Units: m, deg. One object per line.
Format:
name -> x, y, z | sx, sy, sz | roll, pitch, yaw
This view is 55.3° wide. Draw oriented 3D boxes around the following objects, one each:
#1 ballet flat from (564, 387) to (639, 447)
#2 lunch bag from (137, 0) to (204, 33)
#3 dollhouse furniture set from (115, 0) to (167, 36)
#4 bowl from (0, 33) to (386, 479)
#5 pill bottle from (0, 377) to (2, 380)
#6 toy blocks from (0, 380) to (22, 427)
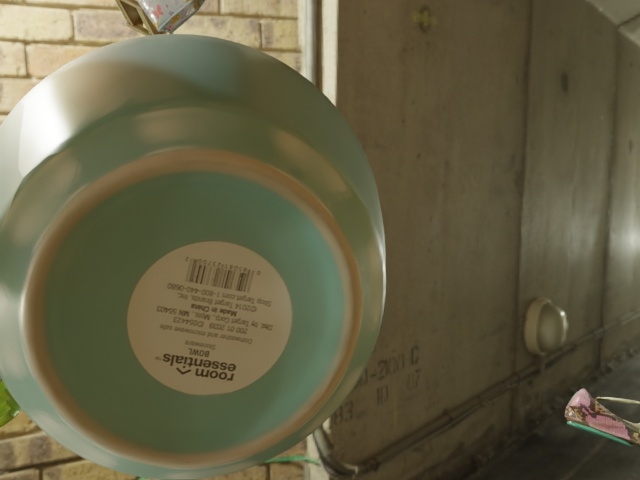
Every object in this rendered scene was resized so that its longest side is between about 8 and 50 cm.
ballet flat -> 0.481, 0.284, 0.907 | 0.221, 0.079, 0.077 | 22, -8, 34
lunch bag -> -0.205, -0.340, 0.844 | 0.083, 0.071, 0.053 | -35, 4, 19
dollhouse furniture set -> -0.346, -0.532, 1.227 | 0.101, 0.161, 0.182 | 29, -14, 12
bowl -> -0.082, 0.022, 0.396 | 0.311, 0.312, 0.163 | -3, 13, -13
pill bottle -> -0.346, 0.064, 0.661 | 0.283, 0.161, 0.161 | -26, 18, -32
toy blocks -> -0.504, 0.115, 0.920 | 0.190, 0.261, 0.381 | -34, 10, 1
